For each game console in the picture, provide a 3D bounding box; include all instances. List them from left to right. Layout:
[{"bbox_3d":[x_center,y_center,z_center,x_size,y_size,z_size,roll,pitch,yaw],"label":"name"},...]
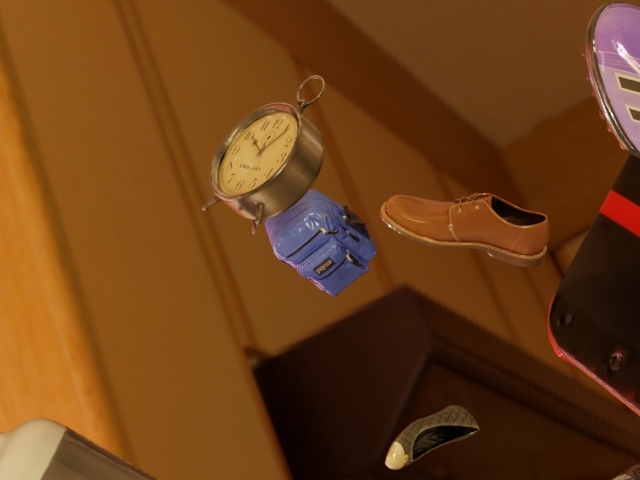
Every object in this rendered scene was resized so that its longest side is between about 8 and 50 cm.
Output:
[{"bbox_3d":[0.415,0.041,1.595,0.060,0.386,0.342,21,-78,-35],"label":"game console"}]

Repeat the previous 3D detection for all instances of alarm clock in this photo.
[{"bbox_3d":[-0.046,-0.101,1.699,0.064,0.129,0.192,38,-104,-37],"label":"alarm clock"}]

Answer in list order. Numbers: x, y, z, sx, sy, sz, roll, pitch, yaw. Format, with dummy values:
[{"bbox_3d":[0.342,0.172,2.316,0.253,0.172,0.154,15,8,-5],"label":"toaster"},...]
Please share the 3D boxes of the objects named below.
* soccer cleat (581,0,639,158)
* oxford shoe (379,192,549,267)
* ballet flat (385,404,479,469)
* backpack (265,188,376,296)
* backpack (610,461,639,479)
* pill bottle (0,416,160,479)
[{"bbox_3d":[0.340,-0.075,1.287,0.108,0.318,0.116,-43,14,-31],"label":"soccer cleat"},{"bbox_3d":[0.180,-0.032,1.902,0.212,0.076,0.076,11,-50,5],"label":"oxford shoe"},{"bbox_3d":[0.158,0.281,2.194,0.173,0.049,0.057,-25,-47,-38],"label":"ballet flat"},{"bbox_3d":[0.000,0.000,1.852,0.098,0.101,0.120,-41,-55,13],"label":"backpack"},{"bbox_3d":[0.297,0.433,1.708,0.356,0.290,0.273,-25,-18,-8],"label":"backpack"},{"bbox_3d":[-0.197,0.249,1.205,0.318,0.176,0.176,31,-45,-7],"label":"pill bottle"}]
